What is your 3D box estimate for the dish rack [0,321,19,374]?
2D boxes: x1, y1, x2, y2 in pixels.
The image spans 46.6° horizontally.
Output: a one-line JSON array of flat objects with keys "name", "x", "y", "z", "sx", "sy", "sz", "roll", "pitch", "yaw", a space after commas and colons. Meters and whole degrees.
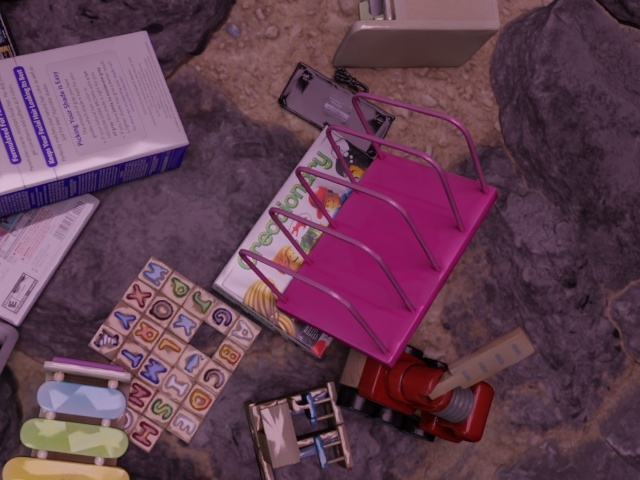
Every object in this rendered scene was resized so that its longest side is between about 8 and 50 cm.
[{"name": "dish rack", "x": -0.556, "y": 0.169, "z": 0.886, "sx": 0.332, "sy": 0.285, "sz": 0.073, "roll": 6, "pitch": 106, "yaw": -11}]

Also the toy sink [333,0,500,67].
[{"name": "toy sink", "x": 0.140, "y": -0.364, "z": 1.181, "sx": 0.234, "sy": 0.153, "sz": 0.131, "roll": -4, "pitch": 81, "yaw": -12}]

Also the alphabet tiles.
[{"name": "alphabet tiles", "x": -0.230, "y": 0.172, "z": 1.077, "sx": 0.198, "sy": 0.009, "sz": 0.237, "roll": 34, "pitch": 74, "yaw": -6}]

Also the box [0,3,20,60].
[{"name": "box", "x": -0.528, "y": -0.288, "z": 1.024, "sx": 0.184, "sy": 0.045, "sz": 0.191, "roll": -20, "pitch": 118, "yaw": -18}]

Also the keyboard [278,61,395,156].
[{"name": "keyboard", "x": 0.032, "y": -0.221, "z": 1.199, "sx": 0.180, "sy": 0.023, "sz": 0.108, "roll": 29, "pitch": 82, "yaw": -7}]

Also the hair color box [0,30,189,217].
[{"name": "hair color box", "x": -0.376, "y": -0.155, "z": 1.031, "sx": 0.338, "sy": 0.110, "sz": 0.185, "roll": -18, "pitch": 82, "yaw": -23}]

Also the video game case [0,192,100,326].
[{"name": "video game case", "x": -0.452, "y": -0.017, "z": 1.051, "sx": 0.193, "sy": 0.023, "sz": 0.213, "roll": 31, "pitch": 76, "yaw": -6}]

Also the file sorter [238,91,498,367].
[{"name": "file sorter", "x": 0.063, "y": -0.027, "z": 0.988, "sx": 0.202, "sy": 0.182, "sz": 0.291, "roll": 23, "pitch": 71, "yaw": 35}]

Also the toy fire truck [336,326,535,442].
[{"name": "toy fire truck", "x": 0.181, "y": 0.197, "z": 1.020, "sx": 0.217, "sy": 0.246, "sz": 0.159, "roll": 31, "pitch": 72, "yaw": -36}]

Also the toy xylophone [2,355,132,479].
[{"name": "toy xylophone", "x": -0.362, "y": 0.314, "z": 0.979, "sx": 0.236, "sy": 0.081, "sz": 0.323, "roll": 2, "pitch": 83, "yaw": -12}]

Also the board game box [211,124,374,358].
[{"name": "board game box", "x": 0.000, "y": 0.000, "z": 1.136, "sx": 0.193, "sy": 0.053, "sz": 0.305, "roll": 35, "pitch": 75, "yaw": -4}]

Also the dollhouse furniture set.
[{"name": "dollhouse furniture set", "x": -0.020, "y": 0.273, "z": 1.016, "sx": 0.129, "sy": 0.183, "sz": 0.129, "roll": -13, "pitch": 84, "yaw": -14}]
